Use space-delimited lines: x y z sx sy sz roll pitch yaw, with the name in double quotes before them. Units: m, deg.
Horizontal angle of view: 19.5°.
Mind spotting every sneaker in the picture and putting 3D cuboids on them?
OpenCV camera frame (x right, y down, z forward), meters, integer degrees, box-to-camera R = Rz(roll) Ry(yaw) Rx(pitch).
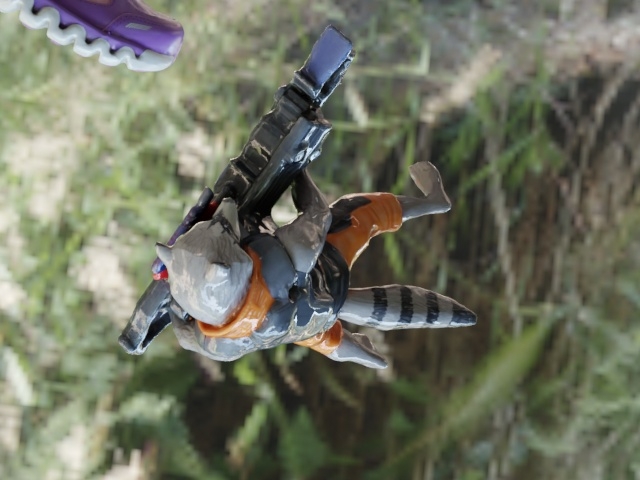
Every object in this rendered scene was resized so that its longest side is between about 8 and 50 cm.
"sneaker" -0.179 -0.191 1.145 0.236 0.104 0.095 30 -177 -15

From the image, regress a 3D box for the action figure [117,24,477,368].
"action figure" 0.000 0.000 1.582 0.330 0.341 0.178 -4 -138 -51
